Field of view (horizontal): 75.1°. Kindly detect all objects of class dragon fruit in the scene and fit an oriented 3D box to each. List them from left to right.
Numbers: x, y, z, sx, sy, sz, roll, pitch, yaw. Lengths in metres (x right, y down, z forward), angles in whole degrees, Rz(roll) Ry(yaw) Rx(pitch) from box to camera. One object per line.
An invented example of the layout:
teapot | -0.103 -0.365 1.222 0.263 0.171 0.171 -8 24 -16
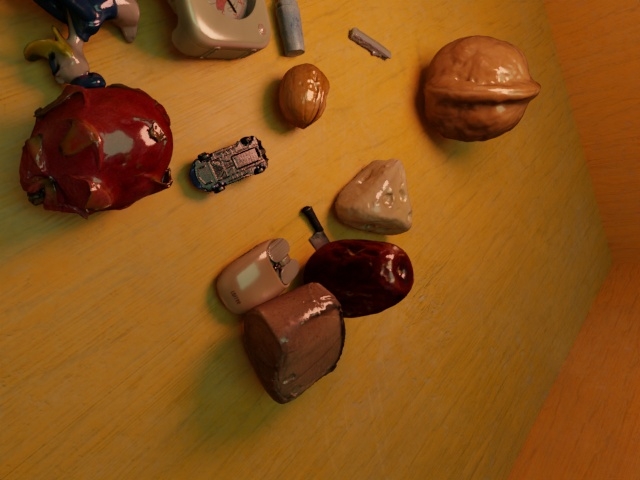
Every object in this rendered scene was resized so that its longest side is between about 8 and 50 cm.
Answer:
dragon fruit | -0.413 -0.180 0.820 0.315 0.250 0.251 -29 107 -52

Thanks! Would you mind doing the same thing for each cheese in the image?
cheese | 0.174 -0.101 1.307 0.247 0.173 0.252 -34 114 -35

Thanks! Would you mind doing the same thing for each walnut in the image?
walnut | -0.050 -0.401 1.159 0.144 0.144 0.180 8 89 -37
walnut | 0.554 -0.528 1.486 0.383 0.383 0.384 1 88 -38

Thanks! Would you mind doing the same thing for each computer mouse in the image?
computer mouse | -0.160 0.093 1.094 0.236 0.082 0.145 -34 108 -32

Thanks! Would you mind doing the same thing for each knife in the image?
knife | 0.000 0.000 1.261 0.060 0.028 0.230 -40 116 -18

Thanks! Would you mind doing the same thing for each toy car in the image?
toy car | -0.233 -0.191 1.057 0.216 0.063 0.103 -30 106 -28

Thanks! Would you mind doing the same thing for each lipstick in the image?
lipstick | -0.097 -0.669 1.176 0.068 0.061 0.274 -15 98 -35

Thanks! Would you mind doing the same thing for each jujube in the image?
jujube | 0.097 0.100 1.146 0.223 0.318 0.223 10 75 -42

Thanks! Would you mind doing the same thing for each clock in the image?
clock | -0.261 -0.611 0.992 0.265 0.108 0.324 -25 105 -49

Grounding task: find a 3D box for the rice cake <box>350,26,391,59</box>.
rice cake | 0.171 -0.657 1.402 0.180 0.030 0.042 13 76 -37

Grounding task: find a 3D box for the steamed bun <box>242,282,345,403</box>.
steamed bun | -0.078 0.249 1.076 0.251 0.199 0.301 -29 137 -36

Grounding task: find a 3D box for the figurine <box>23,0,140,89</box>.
figurine | -0.470 -0.438 0.806 0.283 0.204 0.339 -5 105 -63
